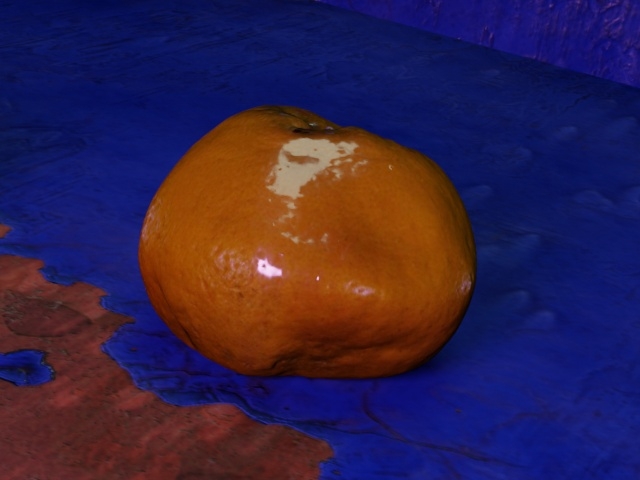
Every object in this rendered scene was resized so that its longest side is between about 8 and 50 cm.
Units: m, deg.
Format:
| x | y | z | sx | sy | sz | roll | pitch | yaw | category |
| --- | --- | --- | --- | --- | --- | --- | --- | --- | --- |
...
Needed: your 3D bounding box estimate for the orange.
| x | y | z | sx | sy | sz | roll | pitch | yaw | category |
| --- | --- | --- | --- | --- | --- | --- | --- | --- | --- |
| 0.000 | 0.000 | 1.144 | 0.249 | 0.183 | 0.249 | 9 | 18 | -3 | orange |
